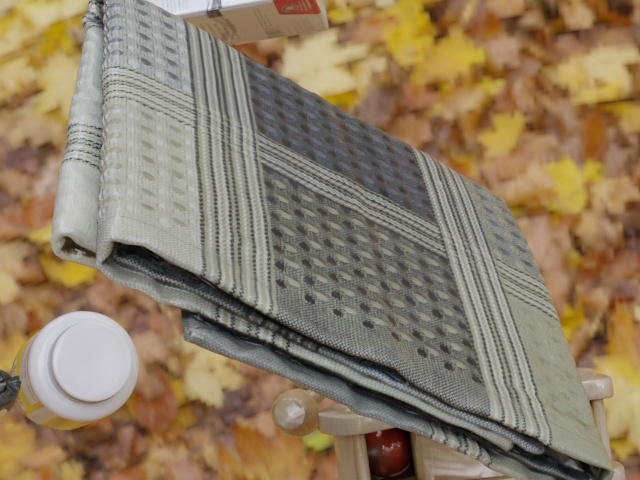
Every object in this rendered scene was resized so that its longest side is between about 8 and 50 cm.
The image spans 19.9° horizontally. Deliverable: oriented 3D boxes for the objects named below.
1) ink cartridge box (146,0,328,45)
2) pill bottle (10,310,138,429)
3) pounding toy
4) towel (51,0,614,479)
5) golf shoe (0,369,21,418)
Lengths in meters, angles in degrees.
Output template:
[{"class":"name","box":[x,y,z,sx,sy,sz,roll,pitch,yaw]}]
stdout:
[{"class":"ink cartridge box","box":[-0.077,-0.214,1.594,0.150,0.109,0.063,-9,79,6]},{"class":"pill bottle","box":[-0.263,0.140,1.966,0.117,0.215,0.117,3,80,-17]},{"class":"pounding toy","box":[0.078,0.114,1.315,0.269,0.154,0.155,-7,91,17]},{"class":"towel","box":[0.000,0.000,1.018,0.056,0.312,0.324,-55,21,21]},{"class":"golf shoe","box":[-0.260,0.137,1.079,0.077,0.094,0.198,29,41,31]}]
